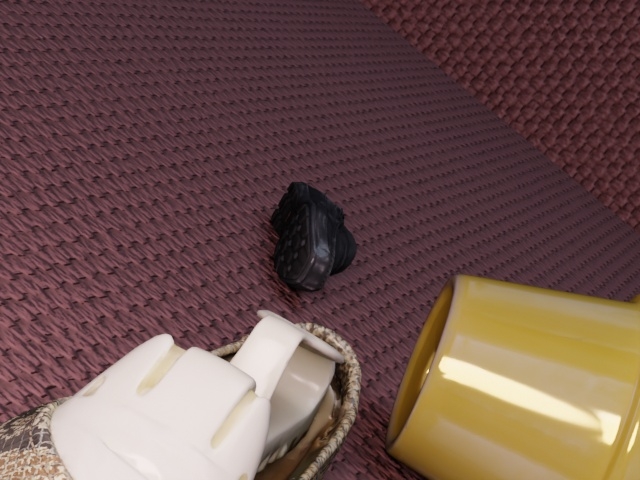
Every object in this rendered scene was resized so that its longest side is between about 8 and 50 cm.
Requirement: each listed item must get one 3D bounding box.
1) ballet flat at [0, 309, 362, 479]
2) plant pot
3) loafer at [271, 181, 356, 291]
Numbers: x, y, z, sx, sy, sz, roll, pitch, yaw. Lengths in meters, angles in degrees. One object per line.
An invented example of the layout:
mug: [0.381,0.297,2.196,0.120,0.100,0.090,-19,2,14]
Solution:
ballet flat: [-0.079,0.121,1.142,0.164,0.182,0.483,41,16,8]
plant pot: [0.192,0.145,1.629,0.239,0.254,0.254,21,17,-3]
loafer: [0.000,0.000,1.874,0.078,0.076,0.223,27,13,-10]
